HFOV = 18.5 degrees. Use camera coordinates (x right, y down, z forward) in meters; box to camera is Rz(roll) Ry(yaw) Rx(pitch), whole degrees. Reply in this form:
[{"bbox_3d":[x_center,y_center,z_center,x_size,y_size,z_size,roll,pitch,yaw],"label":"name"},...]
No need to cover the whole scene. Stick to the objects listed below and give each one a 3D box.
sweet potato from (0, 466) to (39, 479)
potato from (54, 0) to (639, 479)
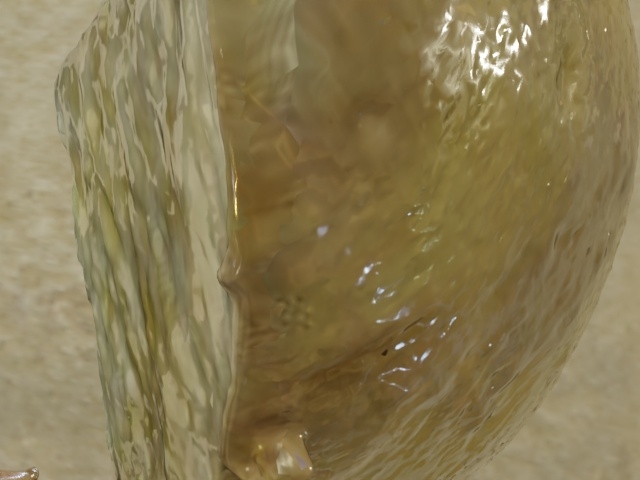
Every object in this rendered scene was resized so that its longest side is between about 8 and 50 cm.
[{"bbox_3d":[-0.320,0.214,1.308,0.281,0.059,0.067,-28,124,-7],"label":"sweet potato"},{"bbox_3d":[0.038,-0.002,0.590,0.189,0.264,0.211,-8,81,-16],"label":"potato"}]
